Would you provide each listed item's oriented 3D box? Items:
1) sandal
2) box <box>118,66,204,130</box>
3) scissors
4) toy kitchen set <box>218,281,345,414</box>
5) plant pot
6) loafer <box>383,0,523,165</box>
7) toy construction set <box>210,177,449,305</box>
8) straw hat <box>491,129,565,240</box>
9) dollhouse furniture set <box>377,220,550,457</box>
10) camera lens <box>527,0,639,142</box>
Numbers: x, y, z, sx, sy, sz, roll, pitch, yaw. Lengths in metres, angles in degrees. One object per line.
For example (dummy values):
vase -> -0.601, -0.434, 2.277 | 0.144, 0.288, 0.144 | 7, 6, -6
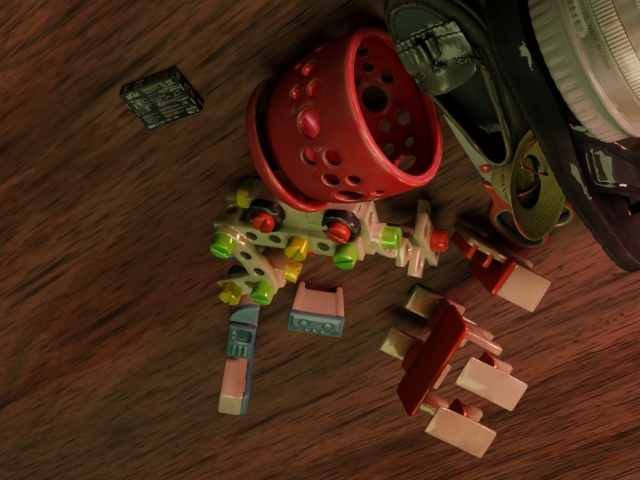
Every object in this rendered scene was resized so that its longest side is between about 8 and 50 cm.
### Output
sandal -> 0.323, -0.118, 1.349 | 0.107, 0.168, 0.446 | -17, 134, 27
box -> -0.197, -0.175, 1.471 | 0.083, 0.018, 0.067 | -17, 135, 26
scissors -> 0.213, -0.079, 1.525 | 0.297, 0.021, 0.109 | 33, 133, -29
toy kitchen set -> -0.059, 0.166, 1.777 | 0.166, 0.122, 0.207 | 9, 140, -2
plant pot -> 0.021, -0.128, 1.365 | 0.174, 0.191, 0.191 | -20, 133, 32
loafer -> 0.159, -0.184, 1.339 | 0.096, 0.084, 0.267 | -17, 142, 30
toy construction set -> 0.000, 0.000, 1.548 | 0.327, 0.151, 0.215 | -4, 139, 12
straw hat -> 0.246, -0.075, 1.469 | 0.061, 0.144, 0.144 | 9, 148, 39
dollhouse furniture set -> 0.180, 0.119, 1.612 | 0.135, 0.262, 0.259 | 26, 103, -19
camera lens -> 0.370, -0.237, 1.159 | 0.274, 0.219, 0.219 | -23, 132, 31
